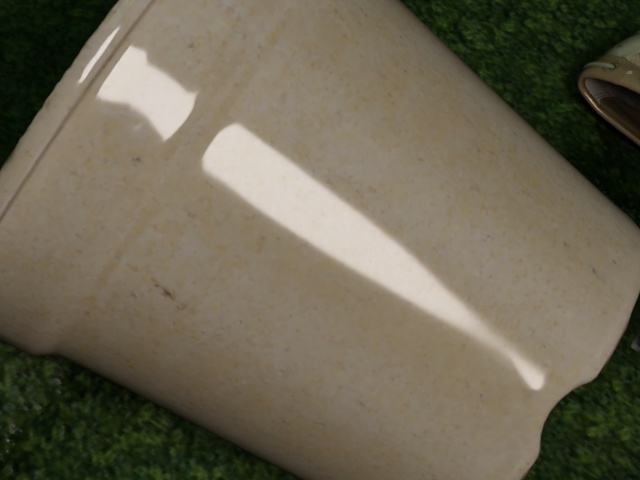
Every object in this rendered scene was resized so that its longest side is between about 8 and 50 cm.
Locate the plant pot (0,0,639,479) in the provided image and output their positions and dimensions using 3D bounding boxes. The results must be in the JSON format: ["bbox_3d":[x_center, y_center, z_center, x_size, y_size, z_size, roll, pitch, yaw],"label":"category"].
[{"bbox_3d":[0.000,0.000,0.899,0.305,0.334,0.334,36,53,-4],"label":"plant pot"}]

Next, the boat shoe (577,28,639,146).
[{"bbox_3d":[0.307,-0.046,1.135,0.089,0.104,0.285,-29,57,-26],"label":"boat shoe"}]

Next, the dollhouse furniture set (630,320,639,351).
[{"bbox_3d":[0.287,0.121,0.913,0.286,0.198,0.303,20,60,-12],"label":"dollhouse furniture set"}]
